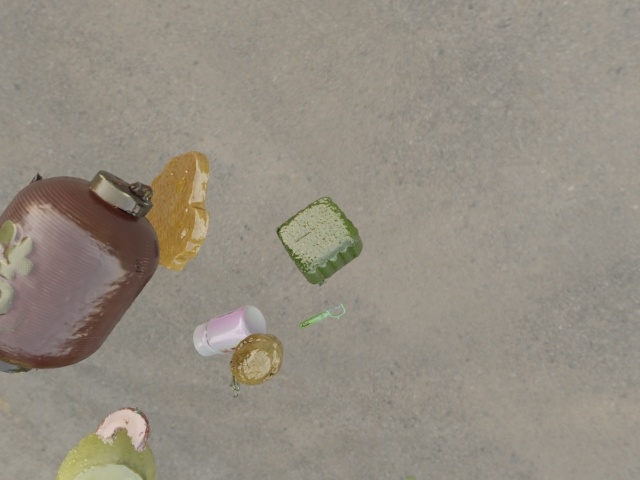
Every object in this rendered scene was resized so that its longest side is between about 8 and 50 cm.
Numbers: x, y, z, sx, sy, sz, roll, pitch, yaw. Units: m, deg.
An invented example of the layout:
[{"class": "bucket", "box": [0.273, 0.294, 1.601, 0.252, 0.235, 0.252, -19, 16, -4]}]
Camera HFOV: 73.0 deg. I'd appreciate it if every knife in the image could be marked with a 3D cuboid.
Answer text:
[{"class": "knife", "box": [0.008, 0.283, 1.570, 0.212, 0.015, 0.054, -29, 103, 30]}]

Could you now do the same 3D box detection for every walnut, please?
[{"class": "walnut", "box": [-0.198, 0.374, 1.378, 0.184, 0.155, 0.155, -37, 105, 24]}]

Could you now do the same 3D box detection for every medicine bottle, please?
[{"class": "medicine bottle", "box": [-0.345, 0.346, 1.635, 0.254, 0.152, 0.152, -21, 111, 24]}]

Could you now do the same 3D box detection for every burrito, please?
[{"class": "burrito", "box": [-0.335, 0.530, 1.690, 0.042, 0.171, 0.051, 15, 120, -19]}]

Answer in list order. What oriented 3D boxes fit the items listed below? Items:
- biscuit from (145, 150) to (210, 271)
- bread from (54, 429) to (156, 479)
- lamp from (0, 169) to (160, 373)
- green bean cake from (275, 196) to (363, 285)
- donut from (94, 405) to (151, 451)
[{"class": "biscuit", "box": [-0.393, -0.079, 1.196, 0.351, 0.057, 0.312, -35, 61, 39]}, {"class": "bread", "box": [-0.708, 0.791, 1.440, 0.320, 0.237, 0.320, -8, 104, -31]}, {"class": "lamp", "box": [-0.296, 0.028, 0.496, 0.180, 0.180, 0.258, 35, 90, -8]}, {"class": "green bean cake", "box": [0.000, 0.000, 1.566, 0.250, 0.156, 0.247, -35, 62, -3]}, {"class": "donut", "box": [-0.569, 0.551, 1.277, 0.166, 0.117, 0.065, 13, 145, 10]}]
